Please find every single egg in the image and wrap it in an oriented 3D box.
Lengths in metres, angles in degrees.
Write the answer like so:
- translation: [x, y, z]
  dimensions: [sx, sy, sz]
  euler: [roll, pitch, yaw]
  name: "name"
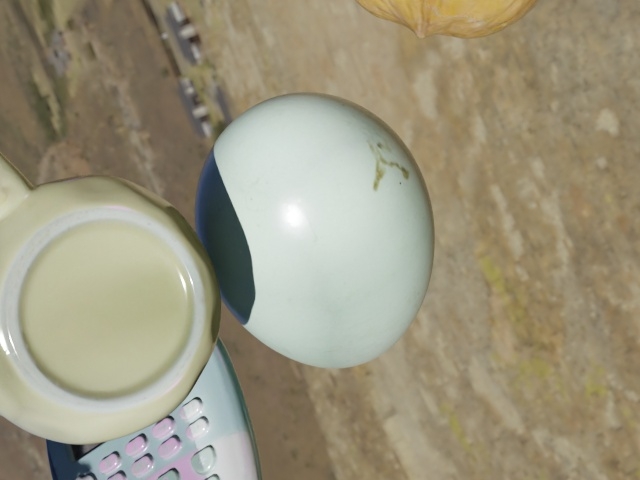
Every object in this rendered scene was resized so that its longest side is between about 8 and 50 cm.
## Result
- translation: [0.000, 0.000, 0.955]
  dimensions: [0.183, 0.183, 0.264]
  euler: [52, 167, 40]
  name: "egg"

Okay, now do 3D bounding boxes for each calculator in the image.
- translation: [-0.134, 0.160, 0.952]
  dimensions: [0.041, 0.185, 0.299]
  euler: [29, -149, -52]
  name: "calculator"

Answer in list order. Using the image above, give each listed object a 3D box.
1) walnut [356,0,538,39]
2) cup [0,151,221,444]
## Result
- translation: [0.101, -0.264, 0.936]
  dimensions: [0.195, 0.195, 0.222]
  euler: [-172, 92, -71]
  name: "walnut"
- translation: [-0.184, 0.007, 0.830]
  dimensions: [0.202, 0.173, 0.255]
  euler: [-5, 102, 64]
  name: "cup"
